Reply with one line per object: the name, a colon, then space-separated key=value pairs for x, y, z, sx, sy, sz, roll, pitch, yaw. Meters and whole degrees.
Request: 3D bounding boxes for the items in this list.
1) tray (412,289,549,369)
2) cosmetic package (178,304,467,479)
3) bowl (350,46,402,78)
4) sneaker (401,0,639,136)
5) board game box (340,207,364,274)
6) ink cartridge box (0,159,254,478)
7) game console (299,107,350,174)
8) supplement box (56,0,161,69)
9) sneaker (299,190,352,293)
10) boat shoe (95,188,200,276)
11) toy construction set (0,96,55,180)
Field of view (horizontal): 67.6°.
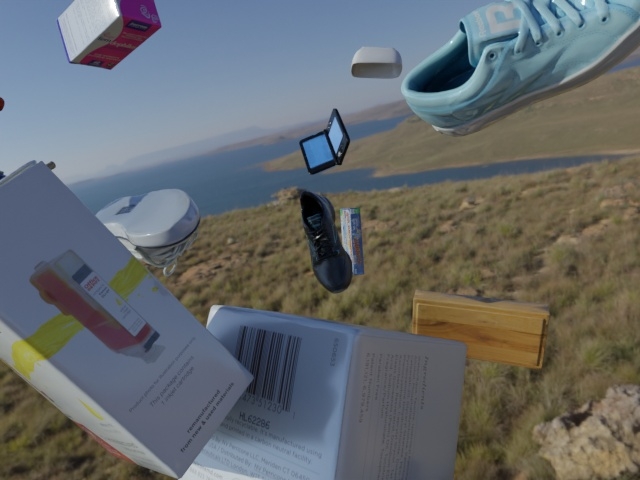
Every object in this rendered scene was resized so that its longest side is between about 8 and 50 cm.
tray: x=0.512 y=0.289 z=1.567 sx=0.410 sy=0.203 sz=0.076 roll=5 pitch=22 yaw=19
cosmetic package: x=0.024 y=0.311 z=0.863 sx=0.329 sy=0.328 sz=0.393 roll=1 pitch=-12 yaw=40
bowl: x=0.156 y=-0.495 z=1.329 sx=0.142 sy=0.053 sz=0.142 roll=3 pitch=1 yaw=4
sneaker: x=0.265 y=-0.260 z=0.624 sx=0.150 sy=0.135 sz=0.366 roll=10 pitch=-32 yaw=-42
board game box: x=0.098 y=-0.001 z=1.484 sx=0.035 sy=0.201 sz=0.136 roll=-5 pitch=3 yaw=-10
ink cartridge box: x=-0.324 y=0.122 z=0.648 sx=0.279 sy=0.385 sz=0.160 roll=-19 pitch=26 yaw=49
game console: x=0.007 y=-0.225 z=1.083 sx=0.071 sy=0.107 sz=0.122 roll=-1 pitch=51 yaw=-21
supplement box: x=-0.482 y=-0.494 z=1.086 sx=0.220 sy=0.114 sz=0.111 roll=-19 pitch=-2 yaw=35
sneaker: x=0.000 y=0.000 z=1.154 sx=0.101 sy=0.267 sz=0.106 roll=-23 pitch=-24 yaw=12
boat shoe: x=-0.331 y=0.000 z=0.968 sx=0.367 sy=0.156 sz=0.136 roll=0 pitch=45 yaw=43
toy construction set: x=-0.748 y=-0.159 z=0.992 sx=0.257 sy=0.309 sz=0.237 roll=-43 pitch=16 yaw=27
